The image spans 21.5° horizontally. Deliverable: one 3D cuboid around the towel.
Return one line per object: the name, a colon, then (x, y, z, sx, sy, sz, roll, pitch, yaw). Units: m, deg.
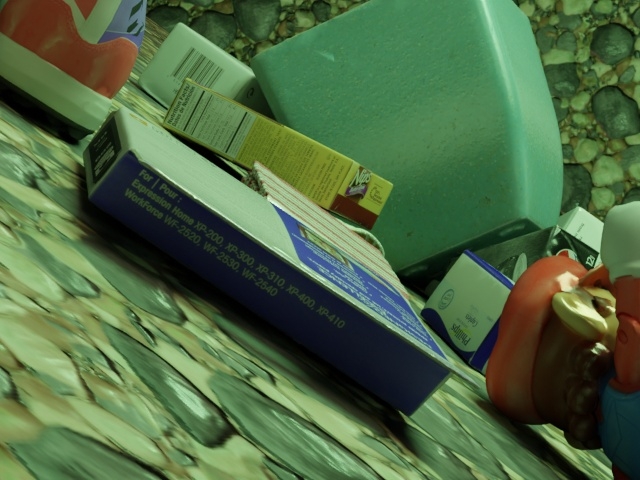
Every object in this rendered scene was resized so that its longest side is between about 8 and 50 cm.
towel: (0.000, 0.000, 1.345, 0.144, 0.029, 0.197, 36, 6, -11)

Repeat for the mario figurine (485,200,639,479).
mario figurine: (0.245, 0.100, 1.103, 0.170, 0.198, 0.320, 16, 20, -37)

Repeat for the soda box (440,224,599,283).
soda box: (0.174, 0.038, 1.527, 0.053, 0.060, 0.169, 33, -26, -19)

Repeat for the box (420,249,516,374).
box: (0.171, 0.085, 1.401, 0.137, 0.072, 0.126, 33, 5, -22)

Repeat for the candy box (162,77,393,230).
candy box: (-0.038, -0.077, 1.516, 0.186, 0.053, 0.109, 29, 2, 24)

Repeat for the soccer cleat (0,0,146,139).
soccer cleat: (-0.171, -0.157, 1.136, 0.108, 0.116, 0.318, 33, 5, -19)

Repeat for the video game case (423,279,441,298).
video game case: (0.209, 0.113, 1.691, 0.173, 0.022, 0.190, 39, 6, 35)

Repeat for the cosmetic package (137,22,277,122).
cosmetic package: (-0.085, -0.142, 1.810, 0.117, 0.085, 0.231, 38, 4, 27)

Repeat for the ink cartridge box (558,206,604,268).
ink cartridge box: (0.350, 0.097, 1.963, 0.273, 0.114, 0.197, 36, -15, -4)

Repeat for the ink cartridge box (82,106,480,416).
ink cartridge box: (-0.029, 0.012, 0.891, 0.206, 0.045, 0.208, 34, 4, -14)

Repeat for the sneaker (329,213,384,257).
sneaker: (0.020, -0.004, 1.476, 0.083, 0.032, 0.037, 34, 5, -24)

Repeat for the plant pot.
plant pot: (0.117, -0.094, 1.696, 0.248, 0.247, 0.252, 23, 45, -68)
